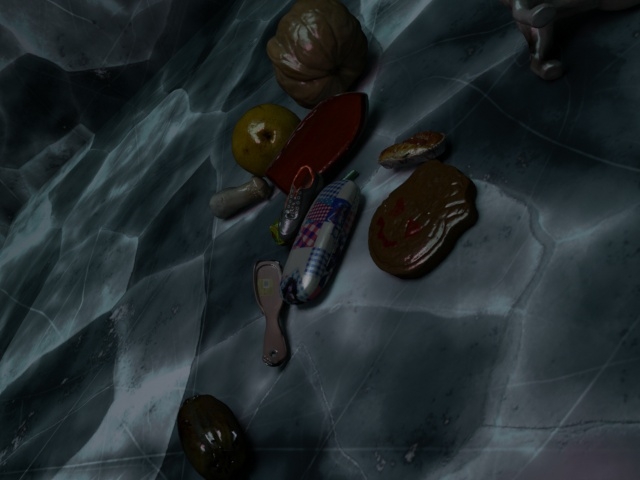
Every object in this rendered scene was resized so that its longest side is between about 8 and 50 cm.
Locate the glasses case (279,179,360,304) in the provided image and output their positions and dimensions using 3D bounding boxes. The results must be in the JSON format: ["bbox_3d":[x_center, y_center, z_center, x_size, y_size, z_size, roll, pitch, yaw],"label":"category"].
[{"bbox_3d":[0.000,0.000,1.887,0.125,0.076,0.328,-8,51,47],"label":"glasses case"}]

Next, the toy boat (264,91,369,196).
[{"bbox_3d":[0.006,-0.253,2.114,0.332,0.145,0.133,-48,2,3],"label":"toy boat"}]

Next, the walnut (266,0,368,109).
[{"bbox_3d":[-0.007,-0.522,2.298,0.285,0.285,0.296,-102,21,-54],"label":"walnut"}]

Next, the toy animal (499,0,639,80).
[{"bbox_3d":[0.513,-0.541,1.677,0.344,0.194,0.303,-32,40,20],"label":"toy animal"}]

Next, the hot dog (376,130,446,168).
[{"bbox_3d":[0.204,-0.202,1.841,0.099,0.053,0.192,-43,20,-28],"label":"hot dog"}]

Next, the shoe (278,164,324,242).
[{"bbox_3d":[-0.056,-0.090,1.964,0.074,0.077,0.194,17,71,24],"label":"shoe"}]

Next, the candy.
[{"bbox_3d":[-0.010,-0.081,2.021,0.262,0.073,0.077,-40,49,4],"label":"candy"}]

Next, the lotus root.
[{"bbox_3d":[-0.223,0.402,1.701,0.124,0.123,0.241,-24,24,-12],"label":"lotus root"}]

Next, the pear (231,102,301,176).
[{"bbox_3d":[-0.136,-0.266,2.239,0.209,0.209,0.209,-34,34,27],"label":"pear"}]

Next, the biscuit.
[{"bbox_3d":[0.201,-0.046,1.698,0.257,0.049,0.273,-45,32,10],"label":"biscuit"}]

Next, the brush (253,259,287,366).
[{"bbox_3d":[-0.108,0.169,1.874,0.072,0.067,0.313,-8,44,-2],"label":"brush"}]

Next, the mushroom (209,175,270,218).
[{"bbox_3d":[-0.228,-0.123,2.330,0.223,0.092,0.081,-21,85,46],"label":"mushroom"}]
